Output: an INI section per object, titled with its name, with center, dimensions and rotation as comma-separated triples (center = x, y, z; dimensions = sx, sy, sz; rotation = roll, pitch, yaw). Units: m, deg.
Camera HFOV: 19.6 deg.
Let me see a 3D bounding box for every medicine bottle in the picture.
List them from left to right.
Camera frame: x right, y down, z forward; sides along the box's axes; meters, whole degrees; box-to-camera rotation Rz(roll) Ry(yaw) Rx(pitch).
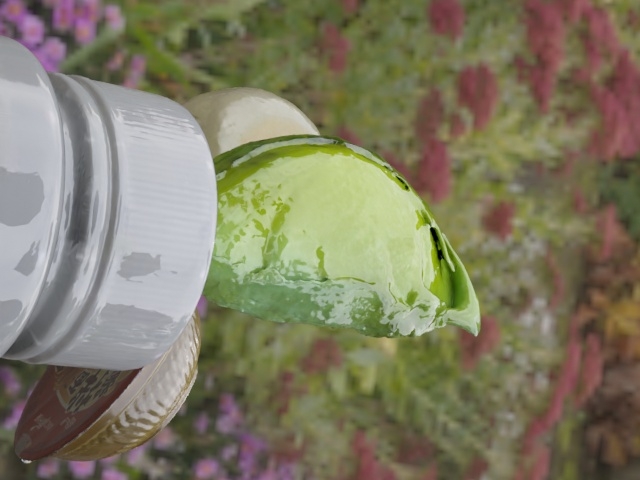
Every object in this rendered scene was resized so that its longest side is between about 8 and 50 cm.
[medicine bottle]
center = -0.247, -0.027, 1.077
dimensions = 0.340, 0.208, 0.208
rotation = 9, 87, -35

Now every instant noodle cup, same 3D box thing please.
[instant noodle cup]
center = -0.205, 0.149, 1.967
dimensions = 0.091, 0.274, 0.274
rotation = 42, 48, -21

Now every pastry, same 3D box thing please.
[pastry]
center = -0.063, -0.052, 1.515
dimensions = 0.156, 0.092, 0.156
rotation = 17, 64, -40

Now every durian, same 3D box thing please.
[durian]
center = 0.000, 0.000, 1.284
dimensions = 0.250, 0.101, 0.139
rotation = 9, 71, -31
